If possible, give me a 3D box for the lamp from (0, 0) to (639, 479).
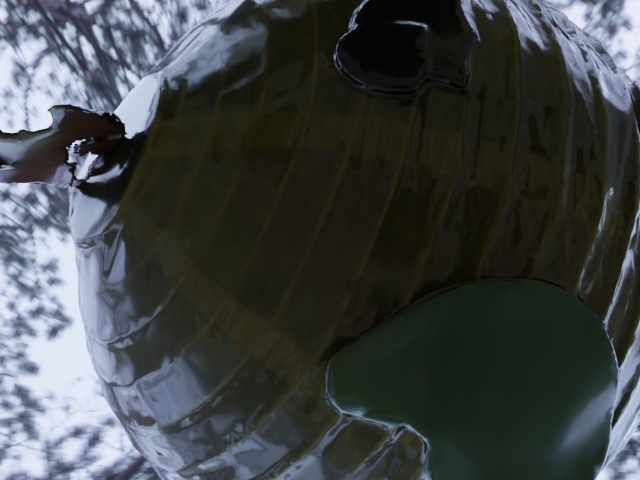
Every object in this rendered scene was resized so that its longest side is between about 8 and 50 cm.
[{"bbox_3d":[0.000,0.000,0.580,0.284,0.250,0.250,20,-98,-23],"label":"lamp"}]
